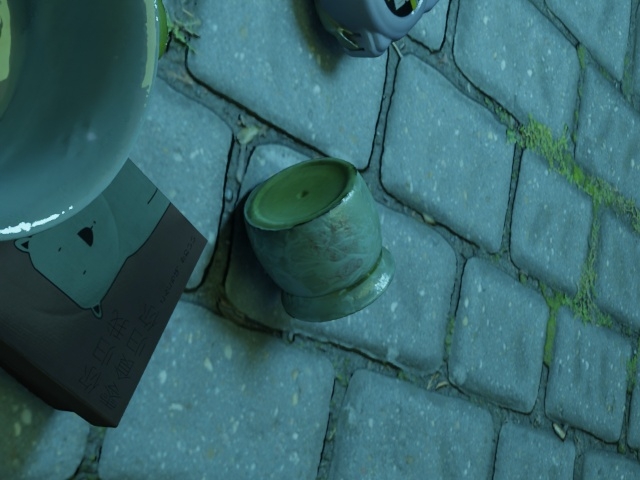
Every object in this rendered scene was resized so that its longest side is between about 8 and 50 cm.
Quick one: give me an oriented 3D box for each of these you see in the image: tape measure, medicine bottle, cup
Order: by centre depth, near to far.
[{"bbox_3d":[-0.300,-0.172,0.832,0.347,0.163,0.347,0,90,-52],"label":"cup"},{"bbox_3d":[0.000,0.000,1.243,0.147,0.147,0.143,-53,133,-37],"label":"medicine bottle"},{"bbox_3d":[0.064,-0.336,1.365,0.196,0.105,0.178,-44,131,-41],"label":"tape measure"}]

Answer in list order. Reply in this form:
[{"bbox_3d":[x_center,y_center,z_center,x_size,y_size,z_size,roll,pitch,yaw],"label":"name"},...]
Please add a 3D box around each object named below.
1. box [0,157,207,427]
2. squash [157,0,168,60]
[{"bbox_3d":[-0.228,0.026,0.994,0.215,0.086,0.215,50,54,-41],"label":"box"},{"bbox_3d":[-0.210,-0.274,1.019,0.083,0.083,0.250,-43,121,-44],"label":"squash"}]
